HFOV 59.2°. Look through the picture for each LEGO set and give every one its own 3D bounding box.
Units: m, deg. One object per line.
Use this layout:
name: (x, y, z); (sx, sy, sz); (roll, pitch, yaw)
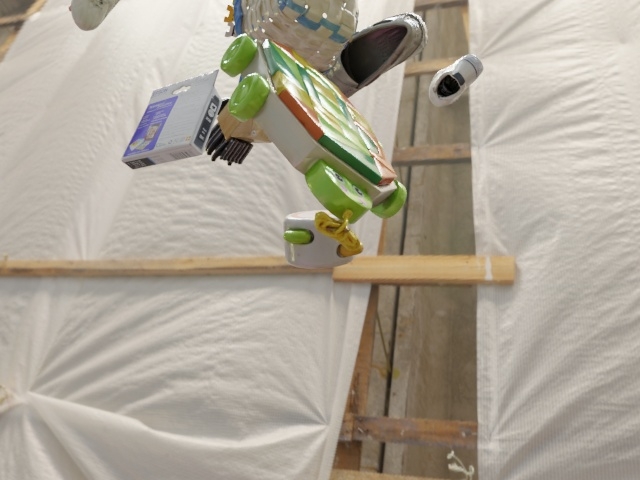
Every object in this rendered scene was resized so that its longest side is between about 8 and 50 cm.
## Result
LEGO set: (-0.251, -0.765, 1.848); (0.093, 0.227, 0.087); (21, -155, 0)

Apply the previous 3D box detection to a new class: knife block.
knife block: (-0.242, -0.359, 1.657); (0.242, 0.088, 0.275); (9, -89, 42)

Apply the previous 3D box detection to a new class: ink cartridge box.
ink cartridge box: (-0.311, -0.258, 1.210); (0.206, 0.045, 0.208); (-6, -123, 31)

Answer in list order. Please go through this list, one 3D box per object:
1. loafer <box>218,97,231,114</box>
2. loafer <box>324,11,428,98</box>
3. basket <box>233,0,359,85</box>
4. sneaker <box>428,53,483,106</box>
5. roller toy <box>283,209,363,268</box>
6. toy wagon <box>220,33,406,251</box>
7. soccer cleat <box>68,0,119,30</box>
loafer: (-0.269, -0.421, 1.753); (0.170, 0.062, 0.061); (3, -154, -8)
loafer: (0.051, -0.339, 1.089); (0.320, 0.112, 0.111); (-26, -176, 30)
basket: (-0.056, -0.392, 0.975); (0.289, 0.201, 0.254); (-6, -108, 53)
sneaker: (0.338, -0.418, 1.518); (0.091, 0.258, 0.094); (-38, -91, -12)
roller toy: (0.000, 0.000, 1.519); (0.210, 0.146, 0.191); (-5, -169, -9)
toy wagon: (0.006, -0.125, 0.713); (0.068, 0.267, 0.344); (-44, -143, 21)
soccer cleat: (-0.386, -0.453, 1.015); (0.076, 0.068, 0.196); (-3, -127, 22)
